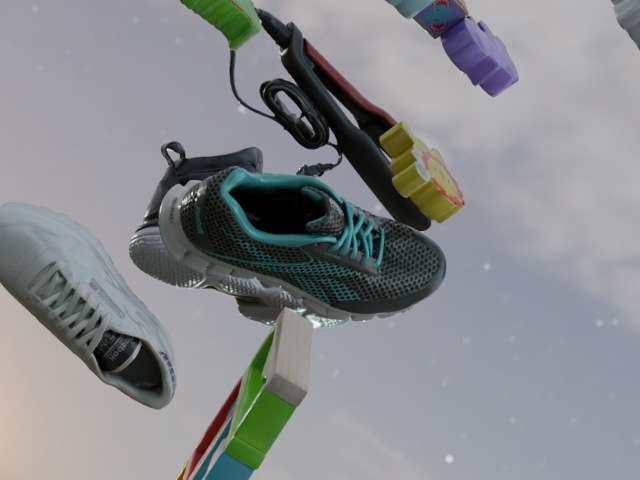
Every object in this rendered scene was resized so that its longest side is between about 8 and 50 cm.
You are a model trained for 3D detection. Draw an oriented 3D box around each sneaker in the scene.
[{"bbox_3d":[-0.065,-0.008,1.450,0.268,0.153,0.101,24,-24,-35],"label":"sneaker"},{"bbox_3d":[0.000,0.000,0.759,0.166,0.065,0.076,11,-21,-22],"label":"sneaker"},{"bbox_3d":[-0.213,0.058,1.260,0.235,0.090,0.095,43,8,-23],"label":"sneaker"}]

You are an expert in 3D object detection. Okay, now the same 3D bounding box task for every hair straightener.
[{"bbox_3d":[0.009,-0.085,1.084,0.230,0.089,0.047,47,-26,-23],"label":"hair straightener"}]

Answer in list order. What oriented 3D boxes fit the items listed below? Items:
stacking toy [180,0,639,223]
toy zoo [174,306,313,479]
[{"bbox_3d":[0.056,-0.114,0.707,0.221,0.167,0.052,36,29,-36],"label":"stacking toy"},{"bbox_3d":[-0.096,0.201,1.098,0.030,0.293,0.192,32,11,-5],"label":"toy zoo"}]
